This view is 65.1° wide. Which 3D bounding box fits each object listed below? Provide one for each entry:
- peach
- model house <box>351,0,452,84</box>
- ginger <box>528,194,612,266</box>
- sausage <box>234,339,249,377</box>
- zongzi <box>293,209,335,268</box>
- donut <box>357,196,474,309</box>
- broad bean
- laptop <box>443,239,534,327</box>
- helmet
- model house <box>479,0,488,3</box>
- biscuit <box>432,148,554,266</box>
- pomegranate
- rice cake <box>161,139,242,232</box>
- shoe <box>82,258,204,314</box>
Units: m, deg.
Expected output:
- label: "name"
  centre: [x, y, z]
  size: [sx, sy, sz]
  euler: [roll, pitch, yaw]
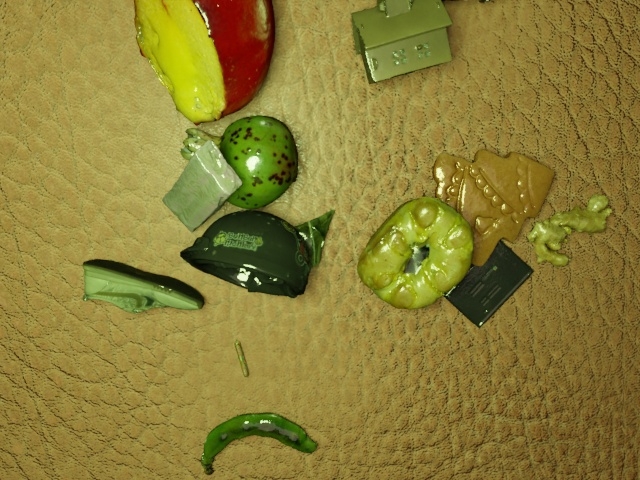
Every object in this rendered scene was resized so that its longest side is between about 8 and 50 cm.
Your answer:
- label: "peach"
  centre: [-0.230, -0.398, 0.976]
  size: [0.281, 0.281, 0.338]
  euler: [13, 97, -6]
- label: "model house"
  centre: [0.149, -0.466, 1.030]
  size: [0.181, 0.176, 0.247]
  euler: [-15, 105, -2]
- label: "ginger"
  centre: [0.593, -0.026, 1.196]
  size: [0.177, 0.052, 0.193]
  euler: [11, 99, -11]
- label: "sausage"
  centre: [-0.189, 0.285, 1.205]
  size: [0.015, 0.015, 0.100]
  euler: [-14, 99, -2]
- label: "zongzi"
  centre: [0.000, 0.000, 1.159]
  size: [0.119, 0.055, 0.109]
  euler: [-24, 102, -11]
- label: "donut"
  centre: [0.215, 0.030, 1.119]
  size: [0.208, 0.128, 0.261]
  euler: [44, 107, -7]
- label: "broad bean"
  centre: [-0.161, 0.486, 1.226]
  size: [0.292, 0.049, 0.143]
  euler: [-13, 106, 0]
- label: "laptop"
  centre: [0.408, 0.103, 1.221]
  size: [0.135, 0.016, 0.197]
  euler: [41, 94, -8]
- label: "helmet"
  centre: [-0.146, 0.017, 1.078]
  size: [0.279, 0.230, 0.160]
  euler: [15, 75, 16]
- label: "model house"
  centre: [0.245, -0.643, 1.020]
  size: [0.283, 0.297, 0.317]
  euler: [-22, 137, 8]
- label: "biscuit"
  centre: [0.401, -0.102, 1.167]
  size: [0.307, 0.043, 0.283]
  euler: [-24, 97, 1]
- label: "pomegranate"
  centre: [-0.164, -0.173, 1.046]
  size: [0.248, 0.202, 0.202]
  euler: [17, 97, -14]
- label: "rice cake"
  centre: [-0.247, -0.096, 1.018]
  size: [0.106, 0.298, 0.050]
  euler: [49, 59, -9]
- label: "shoe"
  centre: [-0.400, 0.119, 1.125]
  size: [0.275, 0.103, 0.098]
  euler: [16, 99, 0]
